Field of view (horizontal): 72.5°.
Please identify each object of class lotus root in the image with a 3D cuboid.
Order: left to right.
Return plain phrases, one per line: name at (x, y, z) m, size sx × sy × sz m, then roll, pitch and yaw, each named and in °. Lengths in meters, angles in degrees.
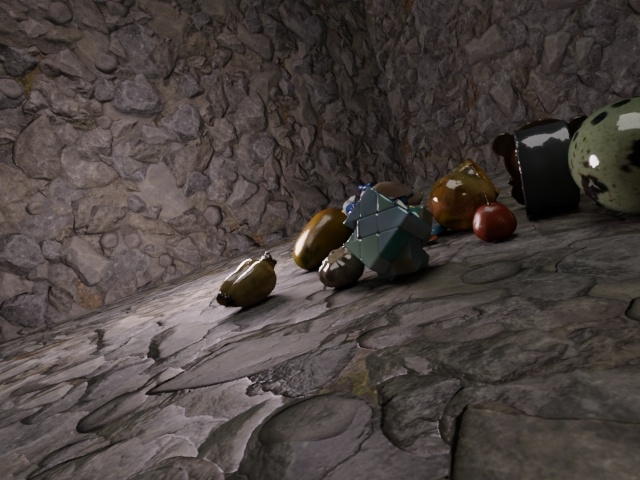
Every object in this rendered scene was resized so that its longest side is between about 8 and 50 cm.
lotus root at (-0.242, 0.145, 1.471) m, size 0.155 × 0.139 × 0.257 m, roll 6°, pitch 30°, yaw 39°

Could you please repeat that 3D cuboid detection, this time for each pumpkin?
pumpkin at (0.639, -0.200, 1.893) m, size 0.232 × 0.242 × 0.325 m, roll -47°, pitch -2°, yaw 26°

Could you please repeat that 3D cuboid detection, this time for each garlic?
garlic at (0.068, 0.084, 1.321) m, size 0.147 × 0.102 × 0.159 m, roll -8°, pitch 35°, yaw 44°
garlic at (0.365, -0.178, 2.172) m, size 0.325 × 0.279 × 0.132 m, roll -33°, pitch -20°, yaw -38°

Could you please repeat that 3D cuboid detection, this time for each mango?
mango at (0.000, 0.000, 1.797) m, size 0.317 × 0.173 × 0.211 m, roll -49°, pitch 9°, yaw -32°

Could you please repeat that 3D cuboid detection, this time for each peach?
peach at (0.502, -0.133, 1.531) m, size 0.215 × 0.214 × 0.236 m, roll -21°, pitch 28°, yaw -25°

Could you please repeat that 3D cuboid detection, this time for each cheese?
cheese at (0.411, -0.025, 1.607) m, size 0.106 × 0.037 × 0.256 m, roll -15°, pitch 9°, yaw 31°

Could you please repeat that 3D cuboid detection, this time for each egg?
egg at (0.787, -0.216, 1.087) m, size 0.288 × 0.287 × 0.379 m, roll -15°, pitch 23°, yaw 20°

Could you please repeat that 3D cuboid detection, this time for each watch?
watch at (0.744, -0.222, 1.434) m, size 0.315 × 0.334 × 0.326 m, roll -8°, pitch 29°, yaw 26°

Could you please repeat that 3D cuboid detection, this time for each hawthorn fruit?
hawthorn fruit at (0.512, -0.057, 1.279) m, size 0.125 × 0.140 × 0.125 m, roll 10°, pitch 25°, yaw -5°

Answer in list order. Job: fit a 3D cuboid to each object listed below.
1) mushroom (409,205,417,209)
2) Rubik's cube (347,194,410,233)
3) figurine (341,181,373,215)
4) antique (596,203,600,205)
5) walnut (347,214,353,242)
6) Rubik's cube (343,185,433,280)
mushroom at (0.385, -0.107, 1.981) m, size 0.148 × 0.112 × 0.148 m, roll -10°, pitch 14°, yaw 3°
Rubik's cube at (0.244, -0.066, 1.737) m, size 0.187 × 0.181 × 0.184 m, roll -21°, pitch 9°, yaw -26°
figurine at (0.191, -0.167, 2.335) m, size 0.205 × 0.338 × 0.283 m, roll 11°, pitch 38°, yaw -20°
antique at (0.864, -0.109, 1.222) m, size 0.031 × 0.015 × 0.192 m, roll -18°, pitch 7°, yaw -12°
walnut at (0.180, -0.056, 1.927) m, size 0.168 × 0.167 × 0.207 m, roll -22°, pitch 6°, yaw -31°
Rubik's cube at (0.207, -0.010, 1.210) m, size 0.213 × 0.224 × 0.265 m, roll 25°, pitch 14°, yaw -43°
